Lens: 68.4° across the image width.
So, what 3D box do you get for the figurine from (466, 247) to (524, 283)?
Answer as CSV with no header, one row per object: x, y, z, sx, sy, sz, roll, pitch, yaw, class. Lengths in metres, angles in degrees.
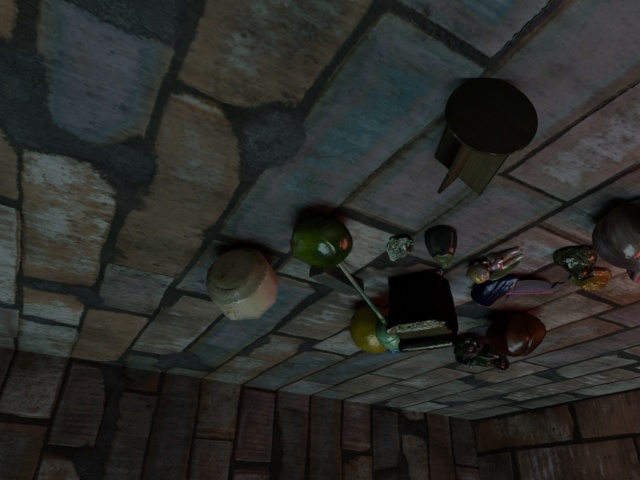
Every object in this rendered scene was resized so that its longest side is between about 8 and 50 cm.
0.539,0.077,1.467,0.187,0.083,0.083,-35,135,28,figurine

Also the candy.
0.169,0.214,1.587,0.119,0.119,0.440,-19,123,31,candy

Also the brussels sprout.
0.001,0.005,1.289,0.161,0.144,0.180,-7,178,-23,brussels sprout

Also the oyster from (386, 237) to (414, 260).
0.234,0.026,1.410,0.098,0.037,0.100,-16,145,26,oyster

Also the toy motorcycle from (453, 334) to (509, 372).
0.721,0.499,2.115,0.275,0.127,0.205,6,149,6,toy motorcycle

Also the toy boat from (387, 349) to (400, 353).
0.392,0.447,2.058,0.237,0.098,0.109,2,152,-1,toy boat

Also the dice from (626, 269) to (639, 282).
0.962,0.067,1.389,0.094,0.091,0.093,-9,147,19,dice

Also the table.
0.309,-0.186,0.956,0.167,0.167,0.227,2,158,0,table

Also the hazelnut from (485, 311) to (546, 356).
0.755,0.370,1.831,0.212,0.181,0.181,-4,131,-9,hazelnut

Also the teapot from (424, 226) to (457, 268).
0.356,0.025,1.350,0.124,0.091,0.092,27,142,-35,teapot

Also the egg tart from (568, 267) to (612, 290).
0.890,0.135,1.551,0.128,0.049,0.129,3,150,2,egg tart

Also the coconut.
-0.234,0.144,1.470,0.224,0.224,0.234,-6,136,12,coconut

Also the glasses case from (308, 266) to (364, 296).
0.058,0.132,1.592,0.070,0.047,0.205,-21,143,40,glasses case

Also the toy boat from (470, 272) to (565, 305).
0.674,0.162,1.596,0.318,0.072,0.219,-9,151,11,toy boat

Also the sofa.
0.337,0.242,1.564,0.200,0.258,0.182,-13,133,21,sofa

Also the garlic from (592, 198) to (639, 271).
0.846,-0.001,1.200,0.256,0.207,0.207,33,157,21,garlic

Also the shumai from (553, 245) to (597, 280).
0.773,0.076,1.420,0.123,0.087,0.099,-5,150,13,shumai

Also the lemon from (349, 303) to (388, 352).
0.200,0.332,1.798,0.178,0.178,0.203,-2,119,6,lemon
